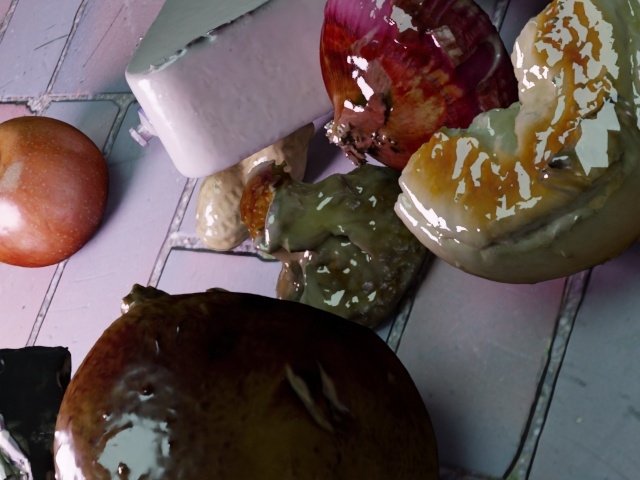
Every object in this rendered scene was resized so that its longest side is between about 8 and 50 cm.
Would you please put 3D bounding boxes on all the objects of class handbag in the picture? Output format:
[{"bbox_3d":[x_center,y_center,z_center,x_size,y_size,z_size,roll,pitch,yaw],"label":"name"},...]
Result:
[{"bbox_3d":[-0.286,0.339,1.493,0.317,0.180,0.416,109,154,-44],"label":"handbag"}]

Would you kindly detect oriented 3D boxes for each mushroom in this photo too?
[{"bbox_3d":[-0.092,0.187,1.339,0.356,0.331,0.334,-5,77,43],"label":"mushroom"}]

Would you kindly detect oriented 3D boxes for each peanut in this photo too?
[{"bbox_3d":[-0.074,-0.066,1.673,0.187,0.082,0.082,-44,42,16],"label":"peanut"}]

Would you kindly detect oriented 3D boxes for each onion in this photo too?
[{"bbox_3d":[0.074,-0.145,1.448,0.163,0.230,0.230,-32,34,-23],"label":"onion"}]

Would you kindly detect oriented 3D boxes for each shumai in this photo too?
[{"bbox_3d":[0.000,0.000,1.513,0.209,0.153,0.161,-38,37,27],"label":"shumai"}]

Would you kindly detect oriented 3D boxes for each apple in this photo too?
[{"bbox_3d":[-0.370,-0.064,1.910,0.201,0.162,0.201,-27,49,34],"label":"apple"}]

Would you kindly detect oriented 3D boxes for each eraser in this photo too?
[{"bbox_3d":[-0.025,-0.232,1.626,0.331,0.150,0.331,-24,26,13],"label":"eraser"}]

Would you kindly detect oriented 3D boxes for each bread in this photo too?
[{"bbox_3d":[0.229,-0.083,1.310,0.192,0.171,0.314,45,106,37],"label":"bread"}]

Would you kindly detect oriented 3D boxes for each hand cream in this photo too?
[{"bbox_3d":[-0.179,-0.174,1.879,0.142,0.053,0.084,-46,40,-1],"label":"hand cream"}]
